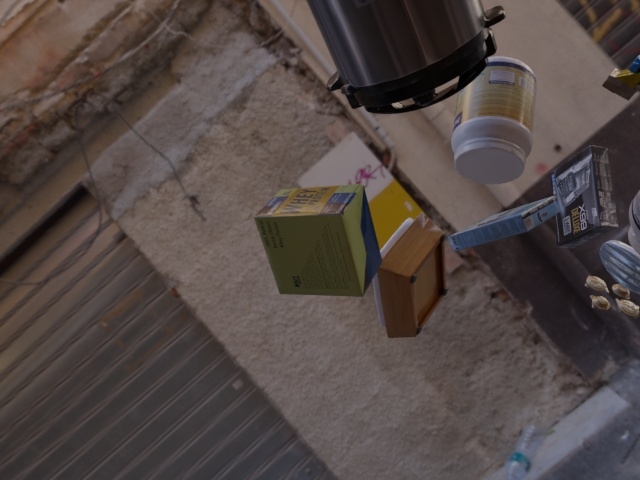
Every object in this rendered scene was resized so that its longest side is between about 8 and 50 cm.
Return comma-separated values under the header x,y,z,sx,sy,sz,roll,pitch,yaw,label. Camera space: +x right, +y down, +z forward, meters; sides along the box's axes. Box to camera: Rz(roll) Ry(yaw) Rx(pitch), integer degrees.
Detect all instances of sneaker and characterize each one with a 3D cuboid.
x,y,z,sx,sy,sz,roll,pitch,yaw,label
0.777,0.085,1.401,0.091,0.258,0.094,-21,-38,-32,sneaker

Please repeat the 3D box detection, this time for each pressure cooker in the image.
x,y,z,sx,sy,sz,roll,pitch,yaw,label
0.181,-0.500,1.388,0.375,0.420,0.370,-40,28,-23,pressure cooker

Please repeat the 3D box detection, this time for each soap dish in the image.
x,y,z,sx,sy,sz,roll,pitch,yaw,label
0.249,0.104,1.626,0.229,0.118,0.290,-47,-38,-32,soap dish

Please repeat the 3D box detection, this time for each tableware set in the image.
x,y,z,sx,sy,sz,roll,pitch,yaw,label
0.913,0.176,1.887,0.141,0.169,0.020,-73,-4,-46,tableware set

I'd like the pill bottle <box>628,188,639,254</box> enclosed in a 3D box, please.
x,y,z,sx,sy,sz,roll,pitch,yaw,label
0.728,-0.084,1.168,0.181,0.181,0.323,-40,-25,-20,pill bottle

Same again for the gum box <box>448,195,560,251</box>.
x,y,z,sx,sy,sz,roll,pitch,yaw,label
0.396,-0.035,1.300,0.157,0.041,0.184,-23,2,-42,gum box

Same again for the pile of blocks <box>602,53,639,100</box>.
x,y,z,sx,sy,sz,roll,pitch,yaw,label
0.925,-0.456,1.547,0.362,0.148,0.113,10,44,48,pile of blocks

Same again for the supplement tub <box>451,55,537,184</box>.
x,y,z,sx,sy,sz,roll,pitch,yaw,label
0.505,-0.346,1.756,0.228,0.229,0.316,136,150,-63,supplement tub

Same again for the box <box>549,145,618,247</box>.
x,y,z,sx,sy,sz,roll,pitch,yaw,label
0.946,-0.151,2.175,0.242,0.077,0.307,130,144,-67,box

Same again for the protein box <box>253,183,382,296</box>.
x,y,z,sx,sy,sz,roll,pitch,yaw,label
0.000,0.000,1.286,0.201,0.199,0.136,-1,30,27,protein box
